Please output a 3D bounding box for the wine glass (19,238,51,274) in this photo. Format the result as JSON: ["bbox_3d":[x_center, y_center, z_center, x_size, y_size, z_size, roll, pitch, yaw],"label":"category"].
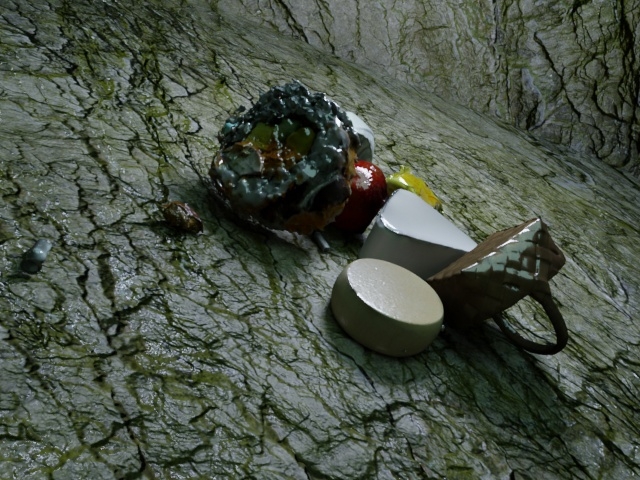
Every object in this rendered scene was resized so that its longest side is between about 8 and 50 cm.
[{"bbox_3d":[-0.541,0.028,1.192,0.039,0.042,0.083,46,18,-23],"label":"wine glass"}]

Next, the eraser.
[{"bbox_3d":[0.239,0.002,1.719,0.332,0.149,0.331,21,28,-12],"label":"eraser"}]

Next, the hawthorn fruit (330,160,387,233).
[{"bbox_3d":[0.065,-0.133,1.763,0.250,0.215,0.215,12,27,9],"label":"hawthorn fruit"}]

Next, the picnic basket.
[{"bbox_3d":[0.475,0.149,1.535,0.338,0.337,0.293,19,-14,-10],"label":"picnic basket"}]

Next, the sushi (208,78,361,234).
[{"bbox_3d":[-0.094,-0.215,1.628,0.418,0.417,0.176,36,-10,20],"label":"sushi"}]

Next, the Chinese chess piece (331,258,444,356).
[{"bbox_3d":[0.155,0.152,1.449,0.273,0.102,0.273,18,28,-10],"label":"Chinese chess piece"}]

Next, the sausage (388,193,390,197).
[{"bbox_3d":[0.167,-0.164,2.034,0.348,0.053,0.053,-4,40,-41],"label":"sausage"}]

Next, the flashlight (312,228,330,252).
[{"bbox_3d":[0.000,0.000,1.669,0.018,0.018,0.083,5,34,-32],"label":"flashlight"}]

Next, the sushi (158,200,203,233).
[{"bbox_3d":[-0.328,-0.056,1.471,0.118,0.061,0.060,18,17,-14],"label":"sushi"}]

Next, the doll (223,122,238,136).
[{"bbox_3d":[-0.244,-0.349,2.028,0.159,0.059,0.159,12,32,-25],"label":"doll"}]

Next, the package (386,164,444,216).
[{"bbox_3d":[0.307,-0.145,2.038,0.226,0.090,0.168,51,41,4],"label":"package"}]

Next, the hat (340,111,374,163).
[{"bbox_3d":[0.089,-0.408,2.265,0.258,0.168,0.301,20,29,-10],"label":"hat"}]
